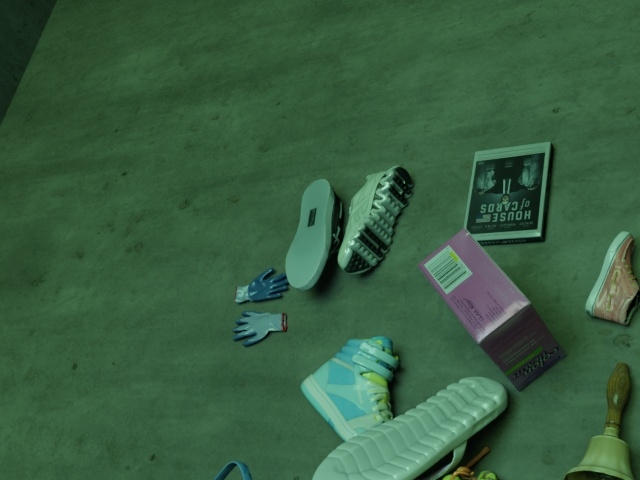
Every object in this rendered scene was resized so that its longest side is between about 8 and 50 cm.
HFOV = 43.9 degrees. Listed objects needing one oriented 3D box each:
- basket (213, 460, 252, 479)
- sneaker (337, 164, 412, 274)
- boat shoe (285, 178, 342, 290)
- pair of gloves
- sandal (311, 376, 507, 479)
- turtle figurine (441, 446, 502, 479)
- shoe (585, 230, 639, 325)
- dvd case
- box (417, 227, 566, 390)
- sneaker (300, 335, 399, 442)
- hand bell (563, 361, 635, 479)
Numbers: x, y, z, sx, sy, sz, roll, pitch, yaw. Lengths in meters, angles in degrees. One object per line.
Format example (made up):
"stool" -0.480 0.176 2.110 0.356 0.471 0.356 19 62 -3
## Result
"basket" -0.203 0.616 1.554 0.289 0.201 0.255 -46 45 13
"sneaker" 0.110 -0.046 1.857 0.118 0.110 0.292 4 55 44
"boat shoe" -0.004 0.001 1.894 0.113 0.105 0.306 -19 46 28
"pair of gloves" -0.146 0.161 1.940 0.159 0.023 0.198 -14 55 24
"sandal" 0.182 0.383 1.437 0.416 0.102 0.169 -24 18 -20
"turtle figurine" 0.288 0.463 1.356 0.217 0.269 0.087 39 127 22
"shoe" 0.571 0.072 1.490 0.081 0.063 0.178 20 79 39
"dvd case" 0.409 -0.101 1.733 0.179 0.029 0.239 -4 58 32
"box" 0.323 0.132 1.491 0.117 0.243 0.214 -39 48 6
"sneaker" 0.113 0.312 1.596 0.208 0.127 0.319 -49 48 -2
"hand bell" 0.504 0.315 1.362 0.126 0.126 0.242 -1 49 34
